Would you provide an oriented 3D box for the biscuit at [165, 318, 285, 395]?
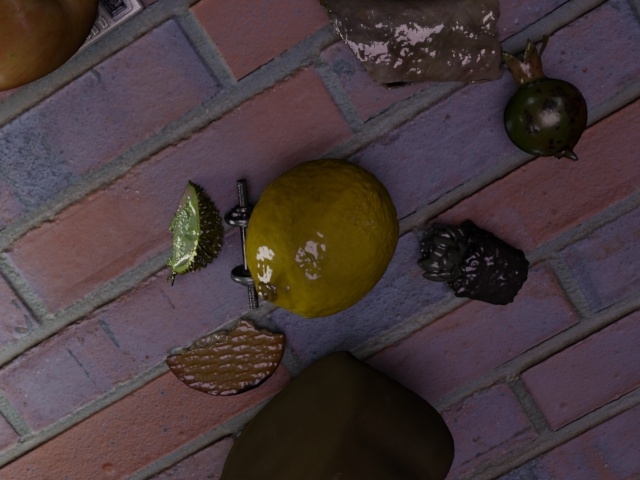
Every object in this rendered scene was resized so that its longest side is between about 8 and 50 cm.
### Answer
[{"bbox_3d":[-0.189,0.228,1.852,0.228,0.031,0.176,10,107,-3],"label":"biscuit"}]

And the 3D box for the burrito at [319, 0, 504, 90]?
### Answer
[{"bbox_3d":[0.156,-0.350,1.635,0.347,0.107,0.175,2,95,-4],"label":"burrito"}]

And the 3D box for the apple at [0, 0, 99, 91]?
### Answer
[{"bbox_3d":[-0.522,-0.420,1.442,0.346,0.391,0.392,18,110,25],"label":"apple"}]

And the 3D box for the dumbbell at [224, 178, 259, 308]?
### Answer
[{"bbox_3d":[-0.136,0.009,1.754,0.081,0.082,0.254,-4,109,0],"label":"dumbbell"}]

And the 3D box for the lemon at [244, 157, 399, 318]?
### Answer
[{"bbox_3d":[0.000,0.000,1.646,0.268,0.268,0.322,41,66,-13],"label":"lemon"}]

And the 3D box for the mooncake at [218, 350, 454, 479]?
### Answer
[{"bbox_3d":[0.011,0.444,1.717,0.262,0.467,0.467,41,103,-20],"label":"mooncake"}]

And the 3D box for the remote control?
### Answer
[{"bbox_3d":[-0.409,-0.393,1.645,0.190,0.029,0.088,-31,106,9],"label":"remote control"}]

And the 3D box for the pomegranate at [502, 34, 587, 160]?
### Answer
[{"bbox_3d":[0.396,-0.250,1.647,0.156,0.156,0.220,-1,98,-1],"label":"pomegranate"}]

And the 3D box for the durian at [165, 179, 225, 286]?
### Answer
[{"bbox_3d":[-0.238,0.000,1.767,0.100,0.086,0.216,21,106,28],"label":"durian"}]

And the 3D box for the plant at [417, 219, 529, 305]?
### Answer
[{"bbox_3d":[0.282,0.040,1.746,0.194,0.132,0.129,20,104,-12],"label":"plant"}]
